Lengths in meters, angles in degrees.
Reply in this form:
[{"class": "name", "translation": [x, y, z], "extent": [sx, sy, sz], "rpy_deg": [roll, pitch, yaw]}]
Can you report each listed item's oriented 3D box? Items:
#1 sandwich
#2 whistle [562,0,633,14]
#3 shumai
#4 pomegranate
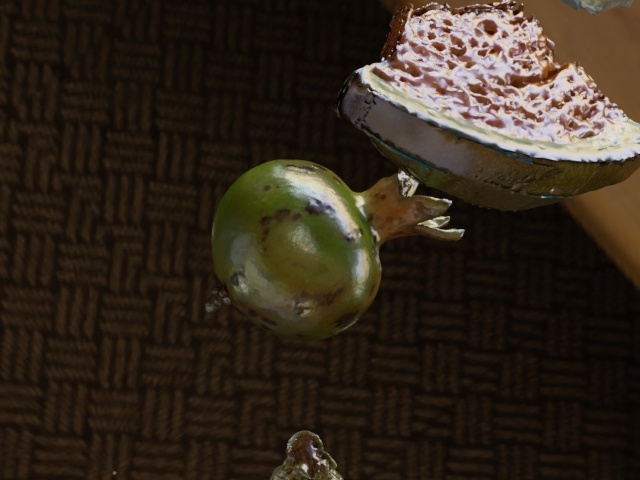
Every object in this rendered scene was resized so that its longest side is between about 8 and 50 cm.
[{"class": "sandwich", "translation": [0.112, -0.092, 0.981], "extent": [0.235, 0.079, 0.159], "rpy_deg": [-7, 61, -32]}, {"class": "whistle", "translation": [0.095, -0.266, 0.738], "extent": [0.062, 0.062, 0.312], "rpy_deg": [-25, 90, -12]}, {"class": "shumai", "translation": [-0.013, 0.232, 1.401], "extent": [0.083, 0.082, 0.080], "rpy_deg": [11, 107, 28]}, {"class": "pomegranate", "translation": [0.010, 0.003, 1.160], "extent": [0.220, 0.156, 0.156], "rpy_deg": [-10, 82, -17]}]
